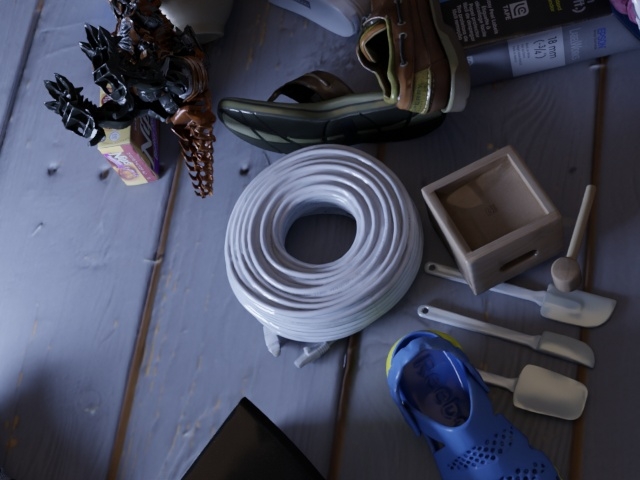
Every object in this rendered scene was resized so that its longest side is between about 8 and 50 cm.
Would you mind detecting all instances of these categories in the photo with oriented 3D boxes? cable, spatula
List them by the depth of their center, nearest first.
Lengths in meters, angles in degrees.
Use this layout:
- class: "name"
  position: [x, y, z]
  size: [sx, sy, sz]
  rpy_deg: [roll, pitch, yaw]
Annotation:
- class: "spatula"
  position: [0.219, 0.114, 1.506]
  size: [0.242, 0.019, 0.168]
  rpy_deg: [15, 70, 20]
- class: "cable"
  position: [0.000, 0.000, 1.576]
  size: [0.257, 0.089, 0.257]
  rpy_deg: [-31, 61, -2]

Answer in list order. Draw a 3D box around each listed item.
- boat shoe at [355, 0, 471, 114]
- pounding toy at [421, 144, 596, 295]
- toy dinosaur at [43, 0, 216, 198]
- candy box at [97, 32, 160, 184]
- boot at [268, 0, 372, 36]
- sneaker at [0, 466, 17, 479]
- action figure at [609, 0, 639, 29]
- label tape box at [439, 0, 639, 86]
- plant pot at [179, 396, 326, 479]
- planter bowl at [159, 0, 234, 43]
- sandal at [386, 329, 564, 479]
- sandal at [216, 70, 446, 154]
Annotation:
- class: "boat shoe"
  position: [0.098, -0.268, 1.593]
  size: [0.104, 0.110, 0.307]
  rpy_deg: [-5, 35, -12]
- class: "pounding toy"
  position: [0.253, -0.006, 1.508]
  size: [0.181, 0.094, 0.206]
  rpy_deg: [-27, 56, -3]
- class: "toy dinosaur"
  position: [-0.215, -0.211, 1.606]
  size: [0.218, 0.164, 0.322]
  rpy_deg: [-13, 49, -43]
- class: "candy box"
  position: [-0.263, -0.184, 1.720]
  size: [0.053, 0.109, 0.186]
  rpy_deg: [-9, 63, 10]
- class: "boot"
  position: [-0.017, -0.397, 1.782]
  size: [0.258, 0.095, 0.123]
  rpy_deg: [33, 70, 17]
- class: "sneaker"
  position: [-0.410, 0.290, 1.537]
  size: [0.153, 0.101, 0.268]
  rpy_deg: [-6, 69, 10]
- class: "action figure"
  position: [0.414, -0.378, 1.565]
  size: [0.248, 0.276, 0.370]
  rpy_deg: [0, 72, 14]
- class: "label tape box"
  position: [0.310, -0.358, 1.663]
  size: [0.334, 0.106, 0.240]
  rpy_deg: [-13, 63, 8]
- class: "plant pot"
  position: [-0.069, 0.314, 1.398]
  size: [0.167, 0.187, 0.188]
  rpy_deg: [35, 77, 14]
- class: "planter bowl"
  position: [-0.192, -0.335, 1.762]
  size: [0.162, 0.162, 0.109]
  rpy_deg: [-9, 89, 10]
- class: "sandal"
  position: [0.167, 0.224, 1.394]
  size: [0.126, 0.138, 0.317]
  rpy_deg: [-39, 66, -1]
- class: "sandal"
  position: [0.015, -0.178, 1.648]
  size: [0.303, 0.120, 0.086]
  rpy_deg: [-4, 68, 2]
